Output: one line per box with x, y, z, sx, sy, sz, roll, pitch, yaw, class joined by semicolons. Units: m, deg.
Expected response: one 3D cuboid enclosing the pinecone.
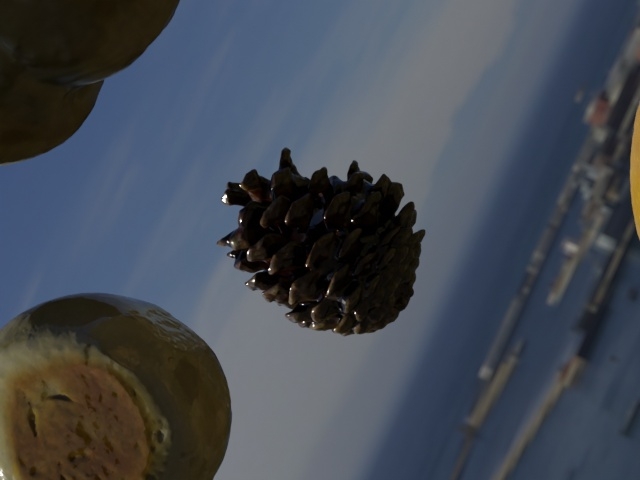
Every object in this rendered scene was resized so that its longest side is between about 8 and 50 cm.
0.003;0.003;1.731;0.179;0.205;0.184;-55;-27;-18;pinecone

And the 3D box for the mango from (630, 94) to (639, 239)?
0.252;-0.066;0.955;0.359;0.144;0.187;-53;-27;-64;mango

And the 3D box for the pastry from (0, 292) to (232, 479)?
-0.128;0.104;1.007;0.092;0.156;0.156;-51;-15;-73;pastry

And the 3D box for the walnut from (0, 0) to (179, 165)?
-0.236;-0.171;1.007;0.282;0.277;0.253;-53;45;21;walnut
